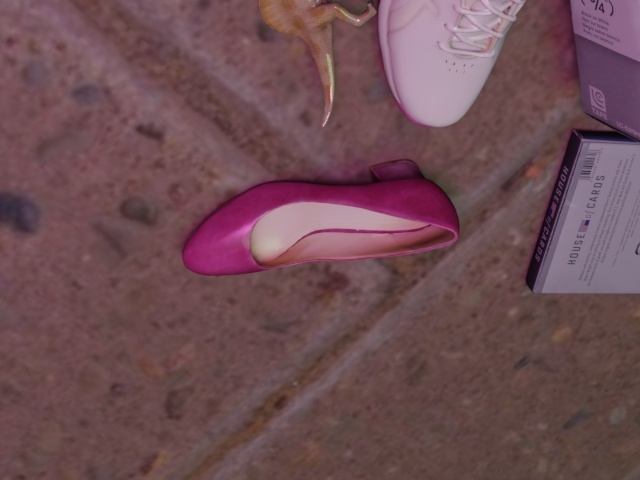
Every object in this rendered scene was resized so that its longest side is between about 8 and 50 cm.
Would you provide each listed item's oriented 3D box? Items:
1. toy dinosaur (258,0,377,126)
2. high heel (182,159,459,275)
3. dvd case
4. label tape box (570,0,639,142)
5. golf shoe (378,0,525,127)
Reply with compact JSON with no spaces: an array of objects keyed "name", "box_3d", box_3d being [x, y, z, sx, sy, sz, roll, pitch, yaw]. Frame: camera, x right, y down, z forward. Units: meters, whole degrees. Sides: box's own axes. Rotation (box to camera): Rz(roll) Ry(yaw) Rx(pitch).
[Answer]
[{"name":"toy dinosaur","box_3d":[-0.002,-0.194,0.945,0.093,0.053,0.183,-21,119,14]},{"name":"high heel","box_3d":[0.000,0.000,1.014,0.244,0.117,0.082,-14,124,-10]},{"name":"dvd case","box_3d":[0.343,-0.024,1.164,0.239,0.029,0.179,2,120,-18]},{"name":"label tape box","box_3d":[0.326,-0.277,0.932,0.241,0.106,0.333,-27,126,-15]},{"name":"golf shoe","box_3d":[0.127,-0.218,0.909,0.115,0.140,0.306,-1,122,-19]}]
